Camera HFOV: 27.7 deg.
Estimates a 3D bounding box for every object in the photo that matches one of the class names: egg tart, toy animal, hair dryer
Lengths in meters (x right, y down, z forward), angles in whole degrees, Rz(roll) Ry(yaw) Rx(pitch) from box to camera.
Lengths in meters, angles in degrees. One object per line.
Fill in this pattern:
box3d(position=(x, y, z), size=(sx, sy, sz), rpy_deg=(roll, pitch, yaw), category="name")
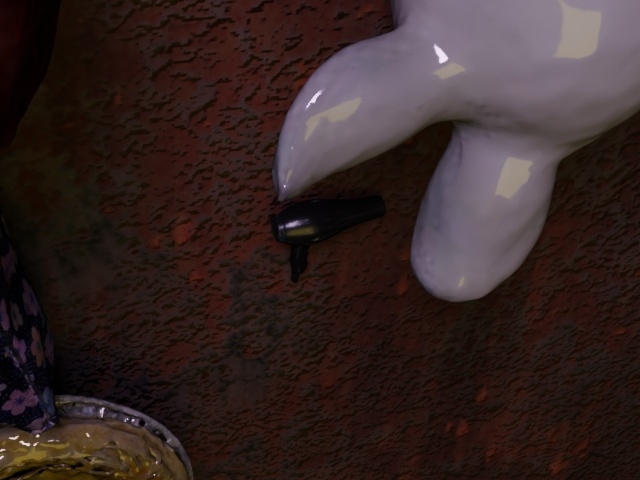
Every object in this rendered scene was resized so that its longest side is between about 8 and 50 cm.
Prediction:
box3d(position=(-0.208, 0.185, 0.944), size=(0.234, 0.094, 0.234), rpy_deg=(-12, 135, -12), category="egg tart")
box3d(position=(0.143, -0.130, 0.648), size=(0.368, 0.241, 0.196), rpy_deg=(-39, 131, 19), category="toy animal")
box3d(position=(0.000, 0.000, 0.889), size=(0.079, 0.031, 0.083), rpy_deg=(-11, 150, -21), category="hair dryer")

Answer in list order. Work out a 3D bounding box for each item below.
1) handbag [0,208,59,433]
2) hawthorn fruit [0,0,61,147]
box3d(position=(-0.274, 0.051, 0.765), size=(0.208, 0.126, 0.228), rpy_deg=(-12, 136, 1), category="handbag")
box3d(position=(-0.247, -0.140, 0.493), size=(0.311, 0.295, 0.295), rpy_deg=(21, 126, -11), category="hawthorn fruit")
